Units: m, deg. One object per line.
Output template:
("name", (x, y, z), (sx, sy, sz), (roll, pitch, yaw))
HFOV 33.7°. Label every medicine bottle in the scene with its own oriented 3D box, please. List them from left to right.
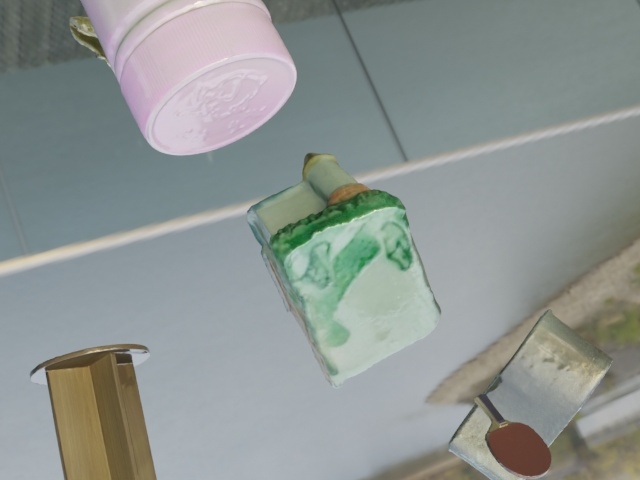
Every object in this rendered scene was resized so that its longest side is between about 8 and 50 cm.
("medicine bottle", (-0.178, -0.284, 1.273), (0.202, 0.315, 0.202), (-24, 161, -9))

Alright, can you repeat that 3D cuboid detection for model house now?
("model house", (0.000, 0.000, 1.563), (0.194, 0.325, 0.267), (-29, 127, -10))

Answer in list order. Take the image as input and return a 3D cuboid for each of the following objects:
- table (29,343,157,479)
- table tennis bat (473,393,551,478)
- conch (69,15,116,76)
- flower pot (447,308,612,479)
("table", (-0.295, 0.274, 1.441), (0.167, 0.226, 0.167), (-13, 163, -4))
("table tennis bat", (0.151, 0.157, 0.848), (0.050, 0.083, 0.007), (-12, 139, -30))
("conch", (-0.250, -0.321, 1.898), (0.386, 0.203, 0.169), (15, -169, 9))
("flower pot", (0.272, 0.209, 1.376), (0.229, 0.108, 0.103), (-55, 171, 11))
